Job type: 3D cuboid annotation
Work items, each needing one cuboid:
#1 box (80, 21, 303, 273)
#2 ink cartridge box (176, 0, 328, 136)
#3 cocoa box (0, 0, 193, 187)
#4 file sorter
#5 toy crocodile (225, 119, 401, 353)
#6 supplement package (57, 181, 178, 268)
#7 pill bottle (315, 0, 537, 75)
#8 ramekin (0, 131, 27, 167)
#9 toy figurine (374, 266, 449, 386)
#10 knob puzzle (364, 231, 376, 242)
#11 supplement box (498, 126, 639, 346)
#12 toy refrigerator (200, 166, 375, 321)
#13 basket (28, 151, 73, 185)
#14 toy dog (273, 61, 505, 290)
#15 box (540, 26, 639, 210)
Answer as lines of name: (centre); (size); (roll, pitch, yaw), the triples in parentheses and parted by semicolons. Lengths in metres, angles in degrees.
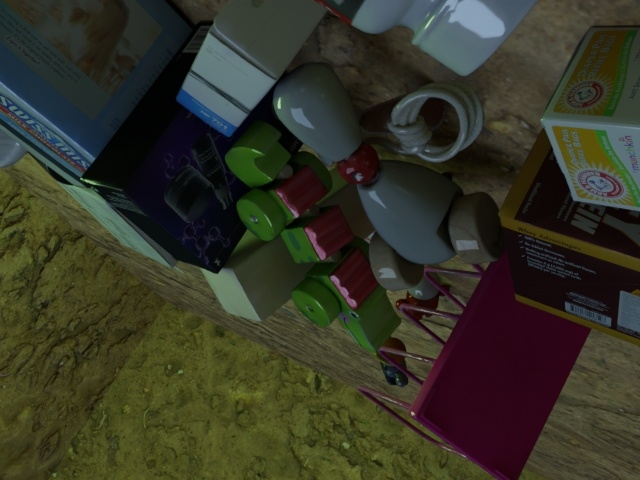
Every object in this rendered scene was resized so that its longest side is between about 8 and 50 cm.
box: (-0.142, -0.119, 0.887); (0.103, 0.261, 0.184); (16, 157, 40)
ink cartridge box: (-0.069, -0.206, 0.730); (0.082, 0.139, 0.191); (37, 162, -13)
cocoa box: (-0.345, -0.253, 0.903); (0.228, 0.231, 0.347); (10, 153, 50)
file sorter: (0.217, 0.151, 0.996); (0.202, 0.290, 0.182); (39, 163, -25)
toy crocodile: (0.000, 0.000, 0.872); (0.105, 0.115, 0.340); (-3, 123, 58)
supplement package: (-0.329, -0.109, 1.316); (0.145, 0.204, 0.262); (24, 161, 25)
pill bottle: (0.020, -0.241, 0.455); (0.283, 0.161, 0.161); (33, 162, -6)
ramekin: (-0.552, -0.238, 1.044); (0.273, 0.272, 0.127); (20, -158, 31)
toy figurine: (0.210, 0.172, 1.193); (0.213, 0.209, 0.148); (25, 156, 18)
knob puzzle: (0.054, -0.039, 1.170); (0.213, 0.030, 0.213); (27, 162, 10)
supplement box: (0.303, 0.000, 0.702); (0.191, 0.129, 0.194); (21, 160, 30)
toy refrigerator: (-0.026, 0.000, 0.983); (0.102, 0.269, 0.094); (4, 125, 54)
basket: (-0.436, -0.207, 1.152); (0.204, 0.154, 0.227); (-7, -136, -46)
toy dog: (0.090, -0.090, 0.794); (0.220, 0.161, 0.333); (-2, 139, 19)
box: (0.292, -0.086, 0.527); (0.203, 0.103, 0.114); (15, 156, 41)
